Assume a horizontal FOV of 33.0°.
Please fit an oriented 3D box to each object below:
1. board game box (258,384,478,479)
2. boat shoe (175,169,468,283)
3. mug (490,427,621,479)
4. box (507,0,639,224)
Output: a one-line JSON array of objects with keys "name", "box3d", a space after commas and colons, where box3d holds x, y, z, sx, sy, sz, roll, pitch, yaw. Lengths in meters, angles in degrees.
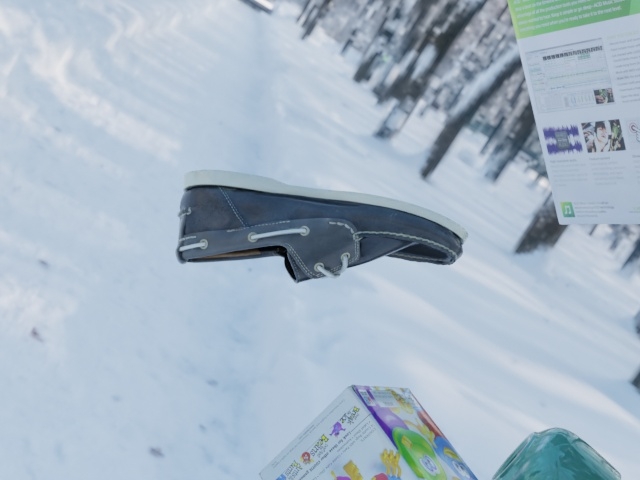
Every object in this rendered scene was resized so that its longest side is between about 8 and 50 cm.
[{"name": "board game box", "box3d": [0.092, 0.296, 1.079, 0.275, 0.144, 0.142, 53, 18, 26]}, {"name": "boat shoe", "box3d": [0.000, 0.000, 0.865, 0.233, 0.079, 0.084, 8, -16, 0]}, {"name": "mug", "box3d": [0.240, 0.271, 1.170, 0.097, 0.129, 0.158, 41, -27, 9]}, {"name": "box", "box3d": [0.350, -0.177, 1.297, 0.058, 0.322, 0.232, -22, 13, -29]}]
